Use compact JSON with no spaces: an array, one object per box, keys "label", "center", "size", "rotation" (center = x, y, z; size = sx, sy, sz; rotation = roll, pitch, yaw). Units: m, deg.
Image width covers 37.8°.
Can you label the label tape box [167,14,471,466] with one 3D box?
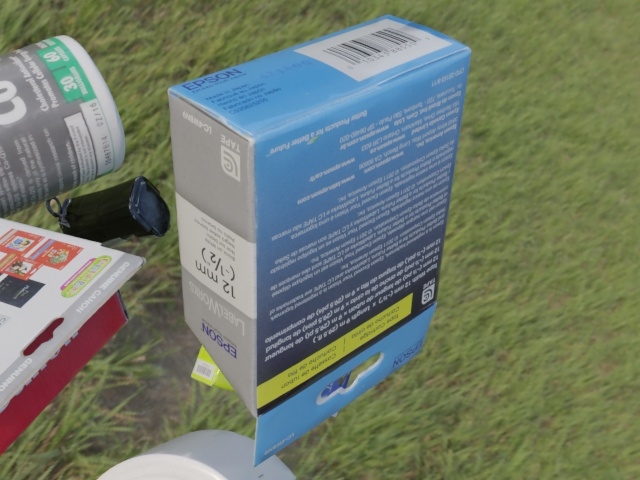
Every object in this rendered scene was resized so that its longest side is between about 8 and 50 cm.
[{"label":"label tape box","center":[0.000,0.000,0.846],"size":[0.249,0.347,0.115],"rotation":[-28,47,-35]}]

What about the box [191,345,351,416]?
[{"label":"box","center":[-0.038,0.112,0.962],"size":[0.178,0.042,0.109],"rotation":[25,82,-43]}]

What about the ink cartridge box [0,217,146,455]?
[{"label":"ink cartridge box","center":[-0.371,0.127,1.049],"size":[0.309,0.272,0.130],"rotation":[-51,143,-42]}]

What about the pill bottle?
[{"label":"pill bottle","center":[-0.462,-0.120,1.238],"size":[0.361,0.204,0.204],"rotation":[-28,85,-25]}]

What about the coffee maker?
[{"label":"coffee maker","center":[-0.408,-0.050,1.817],"size":[0.171,0.178,0.120],"rotation":[24,55,-58]}]

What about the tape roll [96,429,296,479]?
[{"label":"tape roll","center":[-0.153,0.359,1.112],"size":[0.246,0.246,0.169],"rotation":[62,12,8]}]
